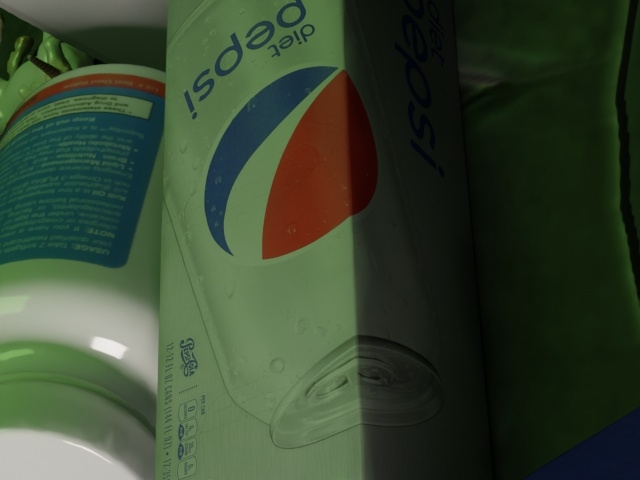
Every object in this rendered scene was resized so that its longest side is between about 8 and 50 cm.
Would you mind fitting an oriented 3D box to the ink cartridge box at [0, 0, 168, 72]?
[{"bbox_3d":[-0.058,-0.218,0.794,0.171,0.168,0.232,-35,44,35],"label":"ink cartridge box"}]

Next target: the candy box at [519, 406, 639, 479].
[{"bbox_3d":[0.108,0.131,0.263,0.268,0.317,0.122,12,123,55],"label":"candy box"}]

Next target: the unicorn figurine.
[{"bbox_3d":[-0.165,-0.100,0.960,0.162,0.060,0.111,-46,37,49],"label":"unicorn figurine"}]

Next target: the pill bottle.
[{"bbox_3d":[-0.098,0.033,0.685,0.124,0.124,0.221,-39,25,30],"label":"pill bottle"}]

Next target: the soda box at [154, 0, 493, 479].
[{"bbox_3d":[0.000,0.000,0.640,0.091,0.098,0.286,-21,52,28],"label":"soda box"}]
